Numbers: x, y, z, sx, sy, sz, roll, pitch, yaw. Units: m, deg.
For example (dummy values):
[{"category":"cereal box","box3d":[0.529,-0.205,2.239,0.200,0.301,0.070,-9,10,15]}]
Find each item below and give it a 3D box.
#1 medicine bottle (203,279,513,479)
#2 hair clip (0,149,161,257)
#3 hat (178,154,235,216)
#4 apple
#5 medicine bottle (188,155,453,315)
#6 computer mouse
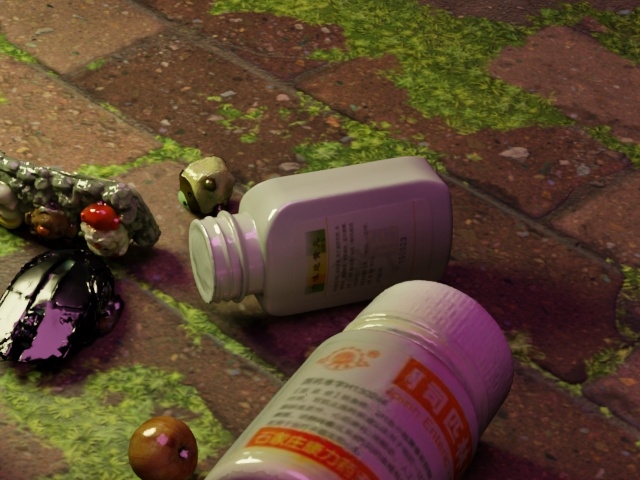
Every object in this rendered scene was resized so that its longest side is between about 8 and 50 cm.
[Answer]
[{"category":"medicine bottle","box3d":[0.048,0.222,1.943,0.219,0.219,0.388,19,37,21]},{"category":"hair clip","box3d":[-0.371,-0.047,2.374,0.321,0.138,0.091,16,63,22]},{"category":"hat","box3d":[-0.152,-0.071,2.455,0.076,0.077,0.059,-20,41,-30]},{"category":"apple","box3d":[-0.179,0.240,2.019,0.071,0.084,0.084,-10,27,29]},{"category":"medicine bottle","box3d":[0.000,0.000,2.280,0.324,0.179,0.124,-12,39,-19]},{"category":"computer mouse","box3d":[-0.334,0.074,2.241,0.146,0.077,0.242,11,36,13]}]
